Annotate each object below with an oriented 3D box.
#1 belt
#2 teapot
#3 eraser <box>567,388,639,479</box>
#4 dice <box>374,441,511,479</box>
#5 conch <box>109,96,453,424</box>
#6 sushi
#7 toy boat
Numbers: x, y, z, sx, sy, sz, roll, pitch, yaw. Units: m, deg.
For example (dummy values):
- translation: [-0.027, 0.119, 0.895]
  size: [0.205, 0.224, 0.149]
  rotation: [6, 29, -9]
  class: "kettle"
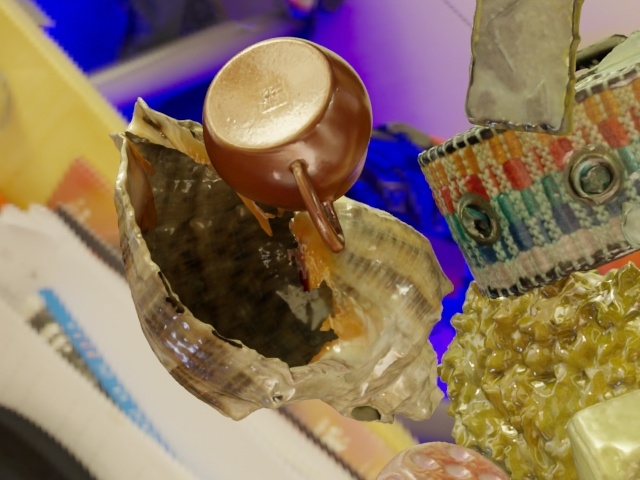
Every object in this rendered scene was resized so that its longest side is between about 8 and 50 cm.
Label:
- translation: [0.206, -0.064, 1.228]
  size: [0.257, 0.207, 0.150]
  rotation: [-25, 93, 8]
  class: "belt"
- translation: [-0.014, -0.062, 1.121]
  size: [0.116, 0.116, 0.173]
  rotation: [-37, 51, 23]
  class: "teapot"
- translation: [0.214, 0.113, 0.829]
  size: [0.172, 0.058, 0.117]
  rotation: [-18, 120, -1]
  class: "eraser"
- translation: [0.097, 0.221, 1.371]
  size: [0.094, 0.091, 0.093]
  rotation: [36, 121, 43]
  class: "dice"
- translation: [-0.043, 0.040, 1.196]
  size: [0.291, 0.210, 0.159]
  rotation: [36, 139, 1]
  class: "conch"
- translation: [0.319, 0.133, 1.635]
  size: [0.396, 0.351, 0.240]
  rotation: [-10, 84, 53]
  class: "sushi"
- translation: [0.110, -0.114, 0.912]
  size: [0.063, 0.016, 0.115]
  rotation: [11, 98, 35]
  class: "toy boat"
